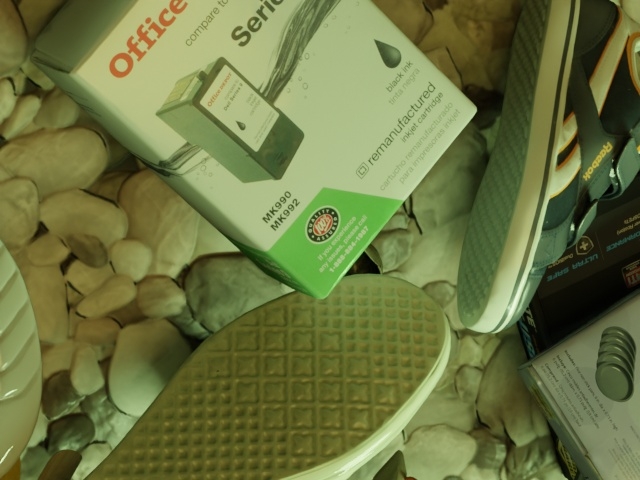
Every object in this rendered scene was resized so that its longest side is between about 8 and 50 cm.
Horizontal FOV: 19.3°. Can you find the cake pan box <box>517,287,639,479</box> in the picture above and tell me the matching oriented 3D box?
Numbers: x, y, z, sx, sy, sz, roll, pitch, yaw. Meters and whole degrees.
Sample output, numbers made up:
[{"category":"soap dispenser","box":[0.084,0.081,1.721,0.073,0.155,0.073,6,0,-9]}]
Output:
[{"category":"cake pan box","box":[0.349,0.160,1.693,0.245,0.070,0.267,-33,86,-9]}]

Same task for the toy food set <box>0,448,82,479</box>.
[{"category":"toy food set","box":[-0.321,0.186,1.541,0.218,0.071,0.128,30,65,-20]}]

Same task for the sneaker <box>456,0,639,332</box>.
[{"category":"sneaker","box":[0.214,-0.064,1.635,0.127,0.126,0.321,18,79,-14]}]

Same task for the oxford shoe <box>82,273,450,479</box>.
[{"category":"oxford shoe","box":[-0.077,0.192,1.562,0.449,0.169,0.130,-41,156,-15]}]

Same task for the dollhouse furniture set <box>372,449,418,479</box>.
[{"category":"dollhouse furniture set","box":[0.097,0.368,1.695,0.262,0.135,0.259,39,108,-4]}]

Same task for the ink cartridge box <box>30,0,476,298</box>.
[{"category":"ink cartridge box","box":[-0.053,-0.126,1.511,0.289,0.121,0.211,42,83,-26]}]

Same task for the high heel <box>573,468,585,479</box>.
[{"category":"high heel","box":[0.346,0.271,1.771,0.261,0.093,0.186,16,94,-12]}]

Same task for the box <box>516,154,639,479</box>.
[{"category":"box","box":[0.331,0.055,1.795,0.295,0.073,0.293,-25,113,-14]}]

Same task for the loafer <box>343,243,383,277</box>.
[{"category":"loafer","box":[0.000,0.000,1.645,0.148,0.050,0.056,25,94,-27]}]

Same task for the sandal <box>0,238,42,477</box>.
[{"category":"sandal","box":[-0.351,0.005,1.474,0.169,0.102,0.416,-35,108,-28]}]
